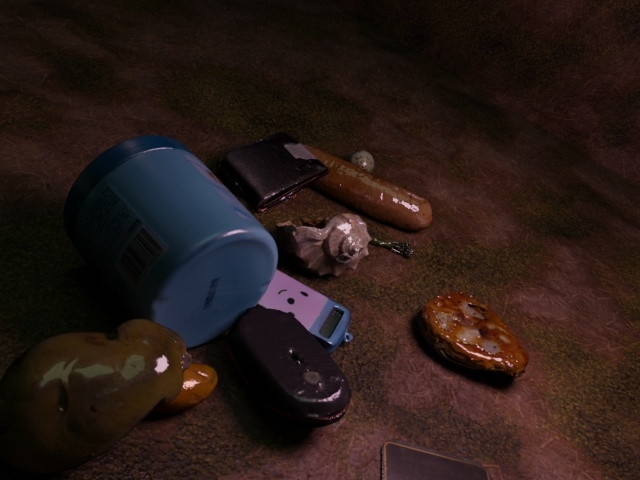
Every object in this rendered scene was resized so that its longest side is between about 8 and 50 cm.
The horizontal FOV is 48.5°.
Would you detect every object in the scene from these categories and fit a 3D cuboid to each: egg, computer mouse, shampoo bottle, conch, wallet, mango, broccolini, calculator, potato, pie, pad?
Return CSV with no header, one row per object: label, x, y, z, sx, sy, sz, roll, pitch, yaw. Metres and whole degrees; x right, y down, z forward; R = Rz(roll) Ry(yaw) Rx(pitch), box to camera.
egg,0.134,-0.255,2.333,0.085,0.085,0.110,14,34,-10
computer mouse,-0.070,0.266,1.456,0.183,0.116,0.323,-6,38,-36
shampoo bottle,-0.313,0.006,1.501,0.331,0.331,0.343,-15,48,-42
conch,0.004,0.016,1.826,0.210,0.158,0.291,-14,8,-29
wallet,-0.140,-0.211,2.077,0.262,0.071,0.221,-29,54,-26
mango,-0.277,0.279,1.357,0.165,0.089,0.115,9,25,-22
broccolini,0.161,0.006,2.033,0.218,0.042,0.044,13,35,-1
calculator,-0.057,0.163,1.658,0.293,0.051,0.173,28,34,5
potato,-0.387,0.249,1.202,0.351,0.202,0.218,-16,32,-20
pie,0.372,0.232,1.767,0.309,0.085,0.308,14,29,-8
pad,0.206,0.509,1.306,0.315,0.063,0.375,16,33,-7

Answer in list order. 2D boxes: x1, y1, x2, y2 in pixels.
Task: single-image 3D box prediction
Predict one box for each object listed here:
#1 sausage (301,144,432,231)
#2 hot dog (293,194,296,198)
sausage,0.109,-0.164,2.157,0.501,0.123,0.136,26,29,9
hot dog,-0.099,-0.171,2.129,0.057,0.041,0.133,2,37,-25
